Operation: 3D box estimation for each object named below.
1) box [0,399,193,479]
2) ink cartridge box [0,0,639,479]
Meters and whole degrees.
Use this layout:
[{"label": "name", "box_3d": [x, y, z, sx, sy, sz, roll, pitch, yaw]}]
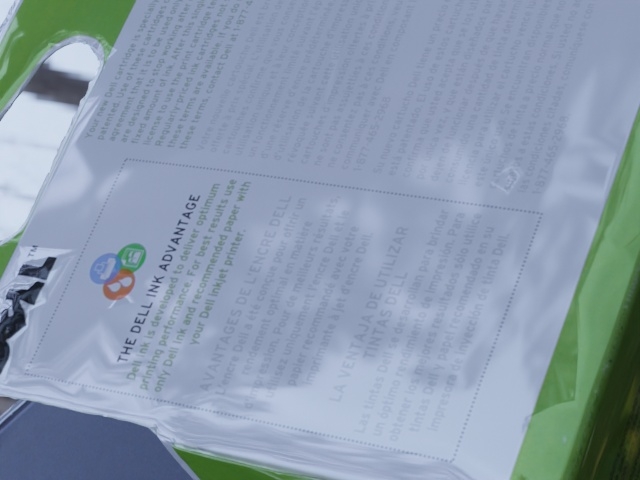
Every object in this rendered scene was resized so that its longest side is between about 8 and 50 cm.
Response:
[{"label": "box", "box_3d": [0.037, 0.218, 0.810, 0.312, 0.179, 0.343, 19, -146, -56]}, {"label": "ink cartridge box", "box_3d": [0.000, 0.000, 0.636, 0.097, 0.255, 0.189, 54, -128, -51]}]
